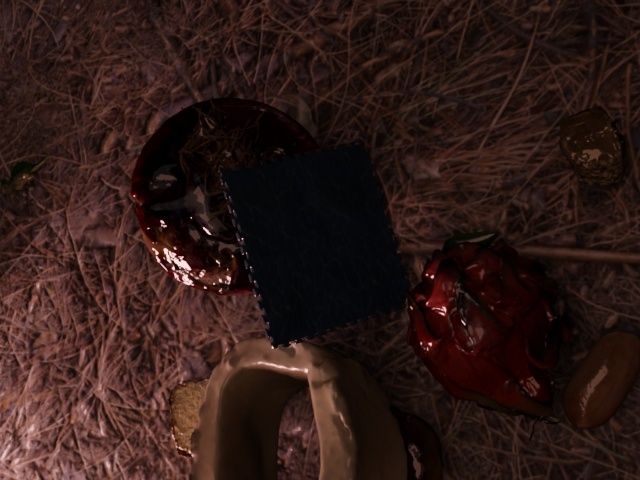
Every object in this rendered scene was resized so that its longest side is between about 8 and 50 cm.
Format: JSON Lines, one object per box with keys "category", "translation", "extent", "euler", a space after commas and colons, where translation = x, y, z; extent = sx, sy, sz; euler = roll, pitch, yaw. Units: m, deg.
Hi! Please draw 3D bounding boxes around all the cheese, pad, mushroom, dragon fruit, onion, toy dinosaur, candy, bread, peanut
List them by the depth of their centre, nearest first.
{"category": "dragon fruit", "translation": [0.232, 0.133, 1.493], "extent": [0.234, 0.234, 0.293], "euler": [-33, 59, 18]}
{"category": "peanut", "translation": [0.388, 0.192, 1.509], "extent": [0.076, 0.076, 0.152], "euler": [33, 94, 22]}
{"category": "candy", "translation": [0.378, -0.127, 1.519], "extent": [0.085, 0.110, 0.095], "euler": [-19, 69, 13]}
{"category": "cheese", "translation": [-0.034, 0.296, 1.591], "extent": [0.292, 0.153, 0.332], "euler": [-24, 59, 30]}
{"category": "pad", "translation": [0.000, 0.000, 1.594], "extent": [0.012, 0.269, 0.269], "euler": [-22, 86, 55]}
{"category": "mushroom", "translation": [0.119, 0.338, 1.610], "extent": [0.135, 0.080, 0.170], "euler": [-30, 72, 29]}
{"category": "onion", "translation": [-0.130, -0.061, 1.679], "extent": [0.314, 0.232, 0.314], "euler": [0, 76, -2]}
{"category": "bread", "translation": [-0.180, 0.280, 1.765], "extent": [0.129, 0.044, 0.126], "euler": [-21, 71, 23]}
{"category": "toy dinosaur", "translation": [-0.527, -0.121, 1.955], "extent": [0.120, 0.029, 0.060], "euler": [-45, 59, 14]}
